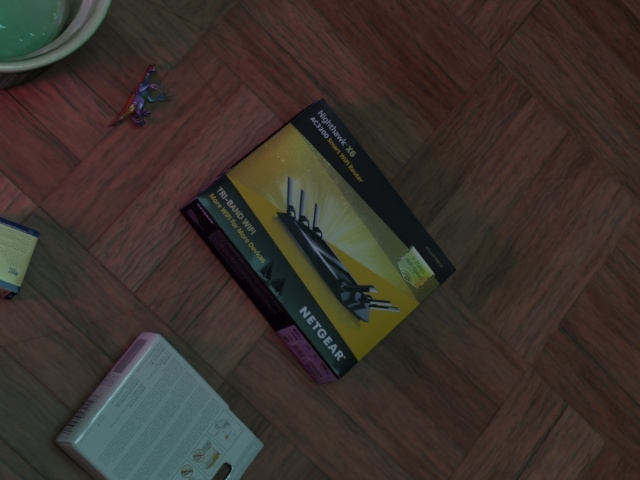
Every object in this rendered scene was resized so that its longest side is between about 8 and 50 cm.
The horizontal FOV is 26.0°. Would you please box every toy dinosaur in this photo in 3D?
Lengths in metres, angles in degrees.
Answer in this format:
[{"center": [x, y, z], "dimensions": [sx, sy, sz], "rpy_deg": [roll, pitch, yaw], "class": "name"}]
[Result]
[{"center": [-0.239, -0.197, 1.842], "dimensions": [0.090, 0.047, 0.082], "rpy_deg": [-4, 62, -14], "class": "toy dinosaur"}]

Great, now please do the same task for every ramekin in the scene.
[{"center": [-0.419, -0.334, 1.729], "dimensions": [0.303, 0.148, 0.303], "rpy_deg": [5, 76, -23], "class": "ramekin"}]

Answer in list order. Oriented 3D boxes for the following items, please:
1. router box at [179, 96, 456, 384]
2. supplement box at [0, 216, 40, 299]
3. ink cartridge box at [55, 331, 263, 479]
[{"center": [0.000, 0.000, 1.879], "dimensions": [0.243, 0.081, 0.309], "rpy_deg": [-42, 97, -26], "class": "router box"}, {"center": [-0.403, 0.018, 1.710], "dimensions": [0.083, 0.056, 0.083], "rpy_deg": [22, 70, -18], "class": "supplement box"}, {"center": [-0.200, 0.256, 1.764], "dimensions": [0.224, 0.056, 0.181], "rpy_deg": [50, 63, -27], "class": "ink cartridge box"}]
